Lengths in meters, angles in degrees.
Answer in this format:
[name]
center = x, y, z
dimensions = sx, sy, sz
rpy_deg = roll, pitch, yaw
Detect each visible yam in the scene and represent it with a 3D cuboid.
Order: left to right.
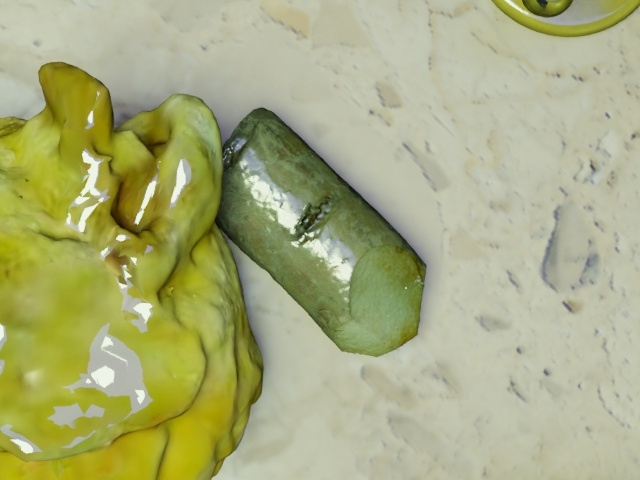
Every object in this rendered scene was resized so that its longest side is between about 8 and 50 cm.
[yam]
center = 0.000, 0.000, 0.753
dimensions = 0.070, 0.070, 0.146
rpy_deg = -45, 89, -4

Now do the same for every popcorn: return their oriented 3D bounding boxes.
[popcorn]
center = -0.136, 0.044, 0.682
dimensions = 0.233, 0.192, 0.266
rpy_deg = 24, 104, -8

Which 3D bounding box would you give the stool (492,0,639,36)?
[stool]
center = 0.140, -0.172, 0.746
dimensions = 0.134, 0.110, 0.135
rpy_deg = 31, 88, -2
